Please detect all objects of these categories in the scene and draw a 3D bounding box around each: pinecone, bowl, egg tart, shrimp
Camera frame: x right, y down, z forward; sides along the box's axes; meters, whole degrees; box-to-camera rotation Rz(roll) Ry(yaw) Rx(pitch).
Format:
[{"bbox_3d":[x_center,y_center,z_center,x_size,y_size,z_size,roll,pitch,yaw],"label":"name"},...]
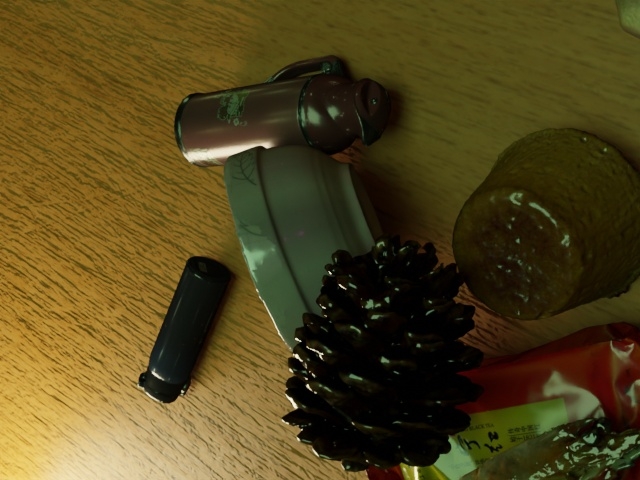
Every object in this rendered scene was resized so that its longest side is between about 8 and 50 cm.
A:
[{"bbox_3d":[0.074,0.128,1.098,0.224,0.224,0.273,20,101,35],"label":"pinecone"},{"bbox_3d":[0.000,0.000,1.277,0.143,0.287,0.287,-21,81,9],"label":"bowl"},{"bbox_3d":[0.250,-0.006,1.124,0.215,0.171,0.215,19,122,32],"label":"egg tart"},{"bbox_3d":[0.247,0.278,1.080,0.154,0.062,0.294,46,127,5],"label":"shrimp"}]

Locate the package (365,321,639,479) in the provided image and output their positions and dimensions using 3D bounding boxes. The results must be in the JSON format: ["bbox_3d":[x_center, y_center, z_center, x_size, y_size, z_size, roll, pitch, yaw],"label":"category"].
[{"bbox_3d":[0.234,0.225,1.191,0.423,0.123,0.196,-21,80,38],"label":"package"}]

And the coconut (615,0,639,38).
[{"bbox_3d":[0.388,-0.271,0.967,0.236,0.197,0.237,1,91,35],"label":"coconut"}]

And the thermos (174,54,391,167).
[{"bbox_3d":[-0.039,-0.172,1.384,0.330,0.136,0.110,-2,122,38],"label":"thermos"}]

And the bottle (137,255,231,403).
[{"bbox_3d":[-0.210,0.143,1.567,0.072,0.082,0.244,-98,30,-63],"label":"bottle"}]
